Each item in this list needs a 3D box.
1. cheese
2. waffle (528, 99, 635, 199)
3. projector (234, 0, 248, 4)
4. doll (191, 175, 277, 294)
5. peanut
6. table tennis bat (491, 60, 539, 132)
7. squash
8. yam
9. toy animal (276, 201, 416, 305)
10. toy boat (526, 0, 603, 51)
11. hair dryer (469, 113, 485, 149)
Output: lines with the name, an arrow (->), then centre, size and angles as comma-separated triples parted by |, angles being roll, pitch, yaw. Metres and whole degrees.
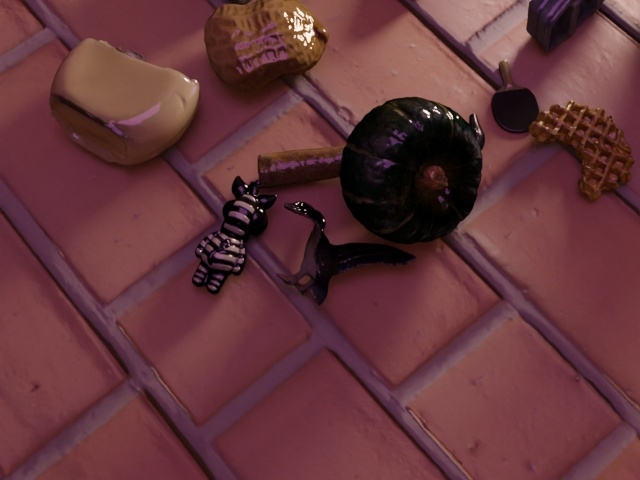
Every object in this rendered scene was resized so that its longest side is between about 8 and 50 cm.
cheese -> -0.361, -0.269, 1.723 | 0.266, 0.127, 0.233 | 28, 67, 11
waffle -> 0.474, -0.167, 1.679 | 0.149, 0.051, 0.194 | -23, 72, -8
projector -> -0.136, -0.625, 1.881 | 0.250, 0.108, 0.198 | -37, 68, -13
doll -> -0.153, -0.009, 1.628 | 0.091, 0.067, 0.219 | 24, 75, 10
peanut -> -0.102, -0.380, 1.769 | 0.233, 0.110, 0.196 | -19, 66, -4
table tennis bat -> 0.362, -0.271, 1.751 | 0.087, 0.013, 0.156 | -8, 66, 0
squash -> 0.155, -0.116, 1.570 | 0.252, 0.252, 0.165 | -33, 25, -12
yam -> 0.032, -0.142, 1.680 | 0.300, 0.066, 0.066 | -7, 66, 0
toy animal -> -0.011, 0.011, 1.584 | 0.160, 0.273, 0.197 | -58, 37, -3
toy boat -> 0.506, -0.485, 1.780 | 0.078, 0.127, 0.283 | 39, 75, 24
hair dryer -> 0.260, -0.195, 1.717 | 0.083, 0.031, 0.079 | -10, 55, 7
